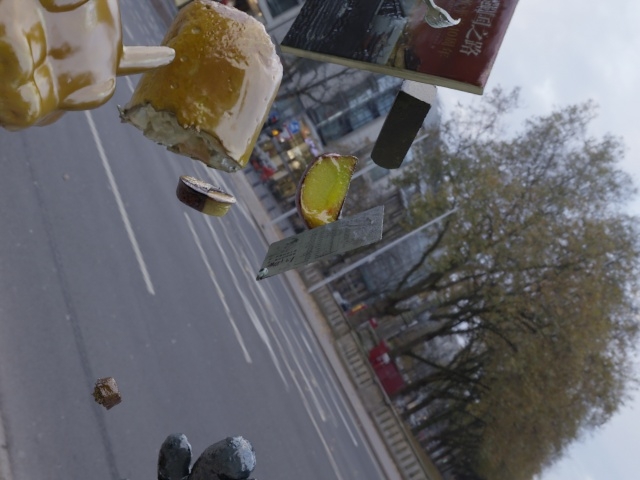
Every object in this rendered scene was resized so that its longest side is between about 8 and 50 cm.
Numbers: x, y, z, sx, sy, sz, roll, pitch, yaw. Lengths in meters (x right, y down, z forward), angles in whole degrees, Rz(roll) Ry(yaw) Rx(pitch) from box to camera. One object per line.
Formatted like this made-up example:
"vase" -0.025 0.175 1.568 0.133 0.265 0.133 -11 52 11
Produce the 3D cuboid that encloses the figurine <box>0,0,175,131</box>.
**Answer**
"figurine" -0.383 -0.270 0.660 0.268 0.387 0.401 71 35 -71

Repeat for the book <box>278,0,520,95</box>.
"book" 0.144 -0.397 1.083 0.373 0.263 0.028 17 -25 18

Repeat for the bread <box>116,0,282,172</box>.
"bread" -0.300 -0.409 1.557 0.361 0.394 0.250 23 0 8

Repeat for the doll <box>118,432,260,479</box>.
"doll" -0.232 0.442 0.985 0.158 0.340 0.246 3 58 -53

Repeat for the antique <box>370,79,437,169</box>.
"antique" 0.185 -0.264 1.409 0.221 0.081 0.080 115 0 -48

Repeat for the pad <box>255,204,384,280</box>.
"pad" 0.000 0.000 1.219 0.159 0.265 0.009 -75 143 -62

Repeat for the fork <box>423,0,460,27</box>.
"fork" 0.129 -0.332 0.811 0.034 0.029 0.219 11 -4 39

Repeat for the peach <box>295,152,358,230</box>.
"peach" 0.004 -0.130 1.839 0.154 0.158 0.267 85 20 -84

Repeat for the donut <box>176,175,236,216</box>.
"donut" -0.354 -0.133 1.861 0.184 0.073 0.166 22 14 -23

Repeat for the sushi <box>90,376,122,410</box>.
"sushi" -0.479 0.342 1.362 0.061 0.060 0.118 48 -30 44
